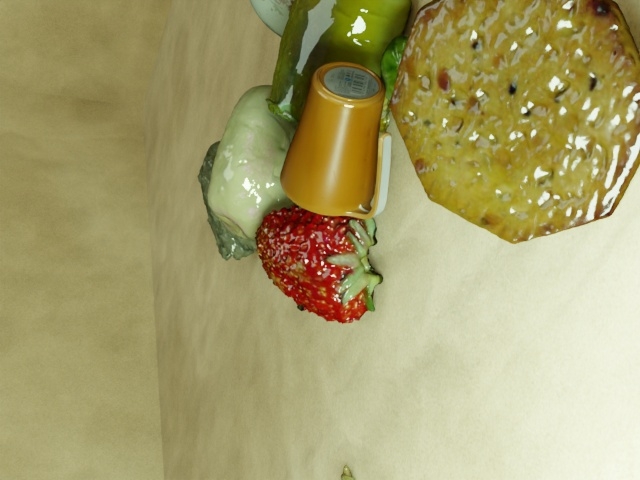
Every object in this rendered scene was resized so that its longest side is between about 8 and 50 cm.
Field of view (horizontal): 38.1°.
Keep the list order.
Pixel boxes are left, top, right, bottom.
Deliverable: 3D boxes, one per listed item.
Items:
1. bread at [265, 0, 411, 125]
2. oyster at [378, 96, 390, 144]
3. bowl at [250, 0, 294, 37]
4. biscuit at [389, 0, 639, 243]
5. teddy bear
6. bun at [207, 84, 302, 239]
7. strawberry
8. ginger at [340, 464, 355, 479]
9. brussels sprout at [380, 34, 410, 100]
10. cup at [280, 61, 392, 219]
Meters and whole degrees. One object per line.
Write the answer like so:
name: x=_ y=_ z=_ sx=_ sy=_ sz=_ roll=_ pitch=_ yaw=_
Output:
bread: x=0.031 y=-0.380 z=1.832 sx=0.377 sy=0.208 sz=0.251 roll=-68 pitch=31 yaw=29
oyster: x=0.109 y=-0.241 z=1.762 sx=0.146 sy=0.045 sz=0.121 roll=-66 pitch=-19 yaw=-1
bowl: x=-0.081 y=-0.659 z=2.137 sx=0.435 sy=0.196 sz=0.435 roll=-171 pitch=90 yaw=-73
biscuit: x=0.247 y=-0.167 z=1.170 sx=0.359 sy=0.046 sz=0.359 roll=16 pitch=117 yaw=33
teddy bear: x=-0.210 y=-0.112 z=2.433 sx=0.367 sy=0.224 sz=0.357 roll=116 pitch=153 yaw=-74
bun: x=-0.108 y=-0.156 z=2.053 sx=0.361 sy=0.213 sz=0.361 roll=17 pitch=-90 yaw=-82
strawberry: x=-0.036 y=0.050 z=1.796 sx=0.306 sy=0.137 sz=0.233 roll=0 pitch=103 yaw=36
ginger: x=0.056 y=0.476 z=1.773 sx=0.048 sy=0.030 sz=0.097 roll=76 pitch=-171 yaw=-62
brussels sprout: x=0.155 y=-0.290 z=1.627 sx=0.181 sy=0.100 sz=0.139 roll=-19 pitch=83 yaw=61
cup: x=0.044 y=-0.168 z=1.673 sx=0.226 sy=0.182 sz=0.264 roll=42 pitch=141 yaw=27
